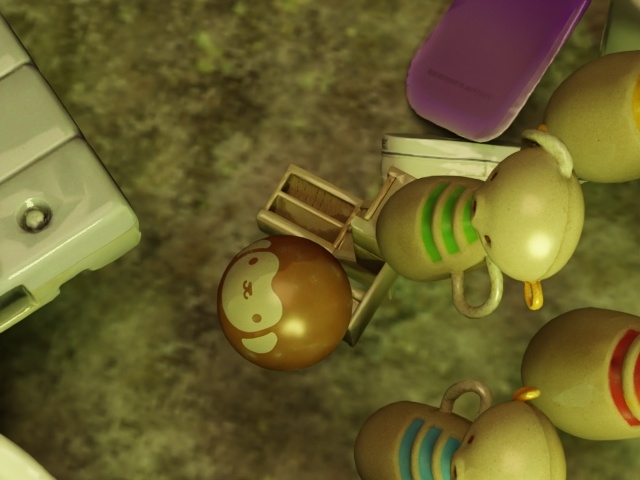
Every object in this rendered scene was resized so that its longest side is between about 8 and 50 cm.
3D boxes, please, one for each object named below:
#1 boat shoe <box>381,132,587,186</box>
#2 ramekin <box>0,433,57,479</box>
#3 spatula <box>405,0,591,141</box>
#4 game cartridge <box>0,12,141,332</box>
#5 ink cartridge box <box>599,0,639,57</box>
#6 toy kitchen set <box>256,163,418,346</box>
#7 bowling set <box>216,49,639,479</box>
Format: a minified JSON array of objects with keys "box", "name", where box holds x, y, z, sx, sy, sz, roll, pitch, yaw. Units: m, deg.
[{"box":[0.078,-0.029,0.775,0.100,0.035,0.035,5,99,1],"name":"boat shoe"},{"box":[-0.194,0.206,0.657,0.277,0.135,0.277,-1,71,3],"name":"ramekin"},{"box":[0.154,-0.161,0.808,0.296,0.030,0.084,-43,39,-15],"name":"spatula"},{"box":[-0.278,0.000,0.631,0.355,0.068,0.230,-33,77,-7],"name":"game cartridge"},{"box":[0.260,-0.110,0.756,0.212,0.093,0.154,-38,74,-7],"name":"ink cartridge box"},{"box":[0.000,0.000,0.739,0.075,0.083,0.068,28,75,12],"name":"toy kitchen set"},{"box":[0.073,0.048,0.625,0.200,0.154,0.287,2,86,-24],"name":"bowling set"}]
